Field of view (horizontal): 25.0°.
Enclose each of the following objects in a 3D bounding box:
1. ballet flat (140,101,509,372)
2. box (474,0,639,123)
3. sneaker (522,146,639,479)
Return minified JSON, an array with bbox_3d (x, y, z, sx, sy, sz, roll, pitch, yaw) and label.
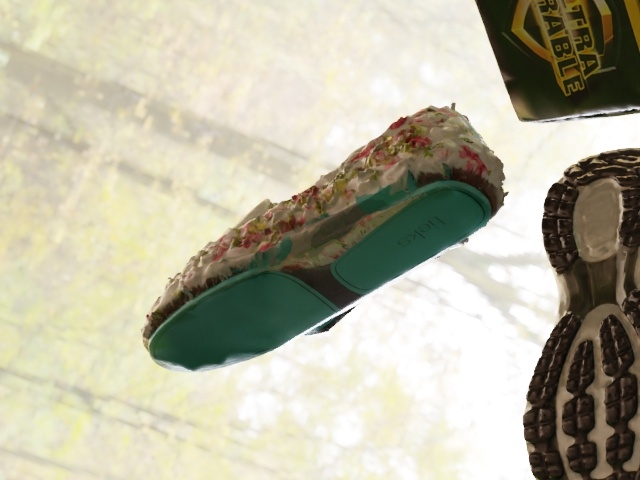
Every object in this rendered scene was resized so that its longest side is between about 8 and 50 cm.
[{"bbox_3d":[0.000,0.000,0.817,0.241,0.091,0.077,-27,-136,24],"label":"ballet flat"},{"bbox_3d":[0.116,-0.248,0.621,0.079,0.322,0.257,-4,-152,38],"label":"box"},{"bbox_3d":[0.308,0.112,1.374,0.158,0.182,0.410,-15,-131,36],"label":"sneaker"}]
